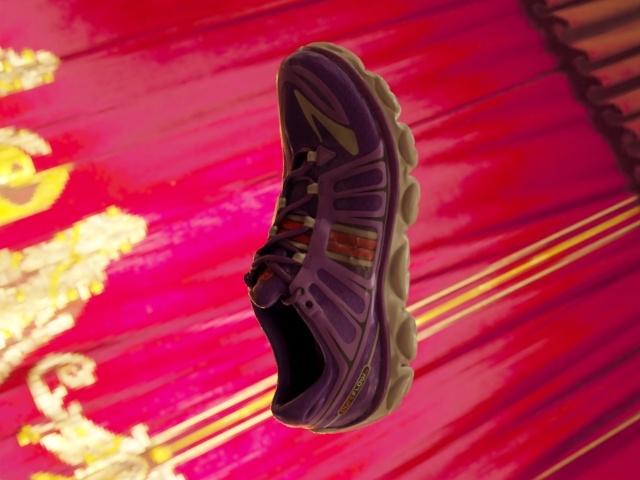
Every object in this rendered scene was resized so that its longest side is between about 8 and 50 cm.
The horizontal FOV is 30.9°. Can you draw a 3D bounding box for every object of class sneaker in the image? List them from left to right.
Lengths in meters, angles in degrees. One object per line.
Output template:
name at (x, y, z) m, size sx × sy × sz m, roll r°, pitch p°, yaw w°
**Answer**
sneaker at (0.000, 0.000, 0.496) m, size 0.068 × 0.071 × 0.170 m, roll -2°, pitch -87°, yaw 53°
